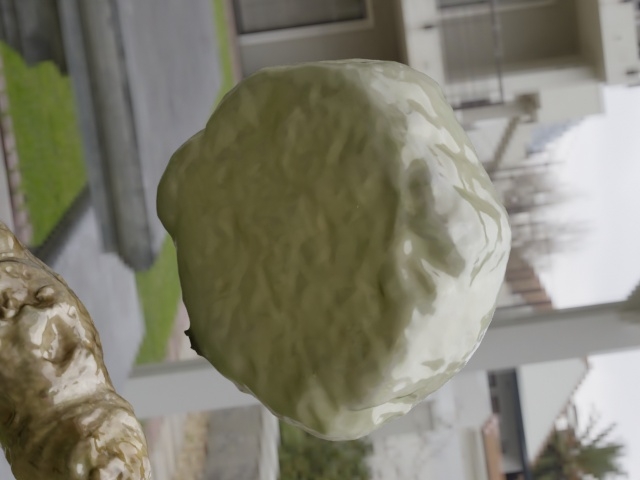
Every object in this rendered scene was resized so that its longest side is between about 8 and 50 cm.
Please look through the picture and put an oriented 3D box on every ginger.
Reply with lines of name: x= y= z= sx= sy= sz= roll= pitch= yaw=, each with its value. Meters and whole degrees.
ginger: x=-0.138 y=0.051 z=0.662 sx=0.137 sy=0.074 sz=0.213 roll=58 pitch=-6 yaw=-20

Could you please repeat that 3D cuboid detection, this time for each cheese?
cheese: x=0.000 y=0.000 z=1.207 sx=0.115 sy=0.326 sz=0.318 roll=1 pitch=103 yaw=-49
